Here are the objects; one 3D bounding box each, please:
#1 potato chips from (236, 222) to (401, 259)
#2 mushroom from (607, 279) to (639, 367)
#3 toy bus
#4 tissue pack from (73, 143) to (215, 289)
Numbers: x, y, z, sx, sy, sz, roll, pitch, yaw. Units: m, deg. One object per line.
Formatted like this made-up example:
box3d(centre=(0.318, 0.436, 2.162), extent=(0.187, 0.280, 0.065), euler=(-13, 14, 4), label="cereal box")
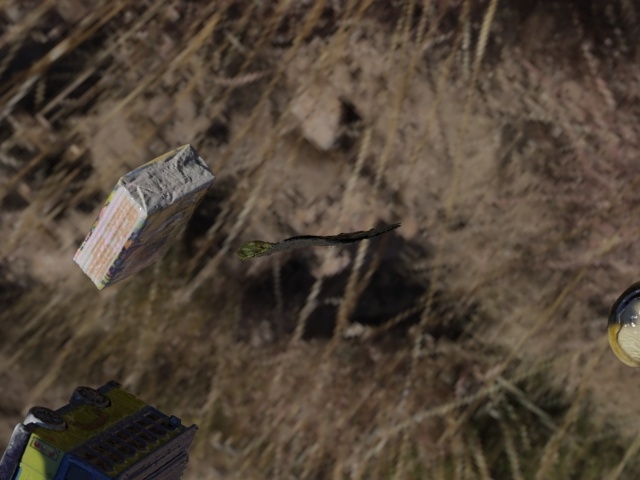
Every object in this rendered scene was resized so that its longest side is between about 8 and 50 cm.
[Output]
box3d(centre=(0.000, 0.000, 1.748), extent=(0.209, 0.142, 0.026), euler=(-9, 87, 38), label="potato chips")
box3d(centre=(0.427, 0.136, 1.488), extent=(0.328, 0.159, 0.122), euler=(-132, 34, -62), label="mushroom")
box3d(centre=(-0.295, 0.296, 1.873), extent=(0.175, 0.288, 0.138), euler=(27, 104, 12), label="toy bus")
box3d(centre=(-0.185, -0.024, 1.494), extent=(0.060, 0.109, 0.148), euler=(49, 136, 10), label="tissue pack")
